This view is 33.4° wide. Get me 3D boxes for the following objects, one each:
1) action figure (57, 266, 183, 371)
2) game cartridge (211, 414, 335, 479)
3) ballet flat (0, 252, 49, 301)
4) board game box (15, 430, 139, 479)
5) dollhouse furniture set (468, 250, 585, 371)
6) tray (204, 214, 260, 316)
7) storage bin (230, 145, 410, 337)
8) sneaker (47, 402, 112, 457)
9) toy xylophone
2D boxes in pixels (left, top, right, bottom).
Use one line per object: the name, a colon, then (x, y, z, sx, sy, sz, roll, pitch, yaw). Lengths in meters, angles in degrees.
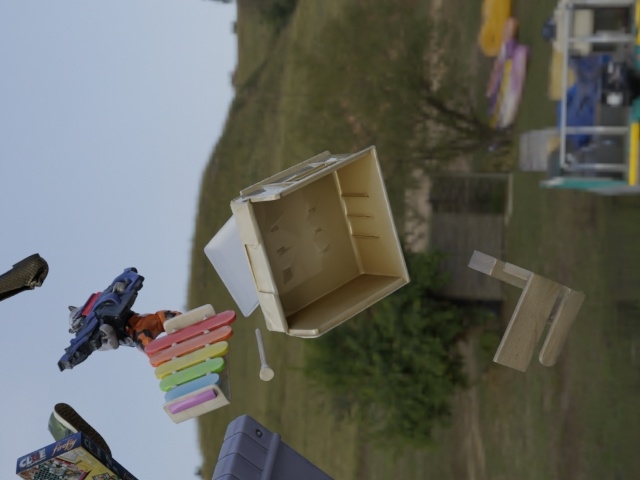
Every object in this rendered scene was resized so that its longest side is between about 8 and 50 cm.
action figure: (-0.452, 0.235, 2.447, 0.341, 0.330, 0.178, -52, -28, -43)
game cartridge: (-0.018, 0.443, 1.571, 0.355, 0.068, 0.230, 40, -145, -23)
ballet flat: (-0.597, 0.107, 1.916, 0.058, 0.250, 0.084, 57, 156, 1)
board game box: (-0.523, 0.519, 2.330, 0.243, 0.165, 0.042, 56, -166, -43)
dollhouse furniture set: (0.262, 0.100, 1.445, 0.151, 0.144, 0.123, 25, 93, 56)
tray: (-0.157, 0.044, 2.323, 0.030, 0.145, 0.270, 35, -169, -41)
storage bin: (0.000, 0.000, 1.879, 0.260, 0.123, 0.262, -28, -69, -37)
sneaker: (-0.564, 0.471, 2.479, 0.064, 0.192, 0.086, -20, -31, -56)
toy xylophone: (-0.225, 0.241, 2.151, 0.322, 0.236, 0.081, -122, 8, -62)
